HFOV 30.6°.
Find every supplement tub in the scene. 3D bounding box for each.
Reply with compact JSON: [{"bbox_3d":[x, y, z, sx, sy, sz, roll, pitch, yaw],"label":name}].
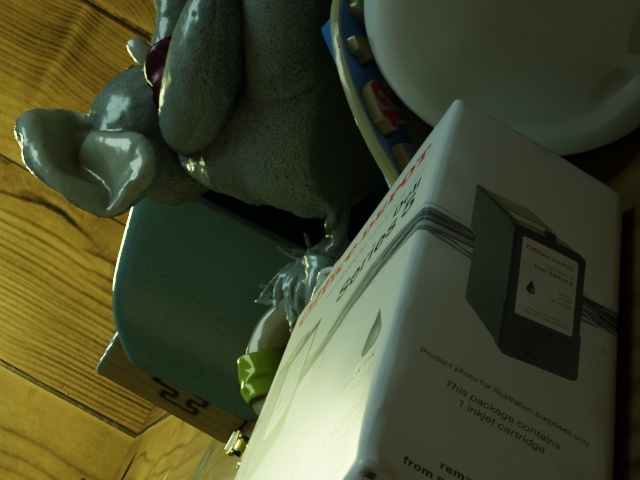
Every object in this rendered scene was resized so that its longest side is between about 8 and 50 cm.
[{"bbox_3d":[0.138,-0.214,0.734,0.194,0.193,0.316,-54,15,39],"label":"supplement tub"}]

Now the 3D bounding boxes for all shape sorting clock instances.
[{"bbox_3d":[0.075,-0.081,0.754,0.040,0.206,0.206,-28,25,33],"label":"shape sorting clock"}]

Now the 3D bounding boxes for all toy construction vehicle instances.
[{"bbox_3d":[-0.060,0.202,1.211,0.086,0.035,0.098,-63,16,-15],"label":"toy construction vehicle"}]

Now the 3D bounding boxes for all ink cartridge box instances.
[{"bbox_3d":[0.045,0.090,0.574,0.198,0.114,0.273,-55,9,37],"label":"ink cartridge box"}]

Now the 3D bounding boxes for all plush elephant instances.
[{"bbox_3d":[-0.069,-0.115,0.891,0.271,0.255,0.330,-1,-77,-56],"label":"plush elephant"}]

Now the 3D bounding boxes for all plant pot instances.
[{"bbox_3d":[-0.067,0.026,1.144,0.252,0.247,0.248,-61,4,33],"label":"plant pot"}]

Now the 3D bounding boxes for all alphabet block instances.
[{"bbox_3d":[-0.141,0.106,1.491,0.193,0.197,0.192,-52,11,48],"label":"alphabet block"}]

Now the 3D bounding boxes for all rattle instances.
[{"bbox_3d":[0.042,0.090,0.952,0.200,0.143,0.130,-45,39,-3],"label":"rattle"}]

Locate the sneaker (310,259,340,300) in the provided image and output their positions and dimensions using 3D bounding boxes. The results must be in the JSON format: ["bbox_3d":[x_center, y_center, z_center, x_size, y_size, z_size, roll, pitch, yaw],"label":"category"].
[{"bbox_3d":[0.047,0.037,0.806,0.094,0.091,0.258,-19,42,52],"label":"sneaker"}]
